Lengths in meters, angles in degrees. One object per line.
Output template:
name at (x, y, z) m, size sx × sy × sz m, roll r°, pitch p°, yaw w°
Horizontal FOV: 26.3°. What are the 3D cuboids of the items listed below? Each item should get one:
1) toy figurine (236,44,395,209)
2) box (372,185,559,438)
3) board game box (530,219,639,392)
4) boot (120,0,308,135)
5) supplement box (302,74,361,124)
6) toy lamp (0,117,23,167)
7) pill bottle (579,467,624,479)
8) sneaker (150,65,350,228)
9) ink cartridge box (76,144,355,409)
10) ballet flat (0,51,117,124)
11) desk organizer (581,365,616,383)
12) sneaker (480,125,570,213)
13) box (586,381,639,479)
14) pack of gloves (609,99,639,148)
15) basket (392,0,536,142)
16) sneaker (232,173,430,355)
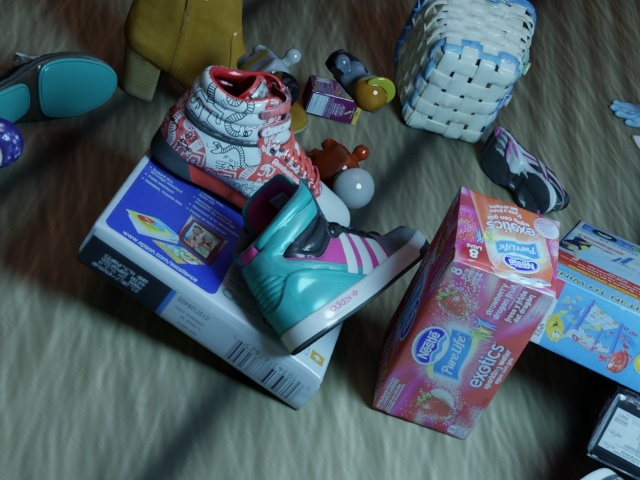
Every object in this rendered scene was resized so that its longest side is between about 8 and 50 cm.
toy figurine at (-0.019, -0.149, 1.819) m, size 0.213 × 0.209 × 0.148 m, roll 3°, pitch 26°, yaw -24°
box at (0.159, 0.084, 1.522) m, size 0.122 × 0.257 × 0.128 m, roll 19°, pitch 42°, yaw -6°
board game box at (0.413, 0.100, 1.660) m, size 0.308 × 0.086 × 0.302 m, roll 26°, pitch 19°, yaw 15°
boot at (-0.131, -0.272, 1.935) m, size 0.295 × 0.211 × 0.104 m, roll 15°, pitch 34°, yaw -11°
supplement box at (0.019, -0.215, 2.094) m, size 0.083 × 0.043 × 0.055 m, roll 13°, pitch 33°, yaw -14°
toy lamp at (-0.399, -0.049, 1.578) m, size 0.080 × 0.080 × 0.274 m, roll 13°, pitch 33°, yaw -13°
pill bottle at (0.329, 0.340, 1.384) m, size 0.119 × 0.119 × 0.208 m, roll -16°, pitch 48°, yaw -44°
sneaker at (-0.051, -0.104, 1.611) m, size 0.270 × 0.145 × 0.090 m, roll 26°, pitch 32°, yaw -19°
ink cartridge box at (-0.101, 0.013, 1.609) m, size 0.303 × 0.072 × 0.307 m, roll 34°, pitch 29°, yaw -6°
ballet flat at (-0.395, -0.201, 1.796) m, size 0.096 × 0.095 × 0.280 m, roll 26°, pitch 30°, yaw 30°
desk organizer at (0.377, 0.129, 1.790) m, size 0.050 × 0.047 × 0.130 m, roll 21°, pitch 32°, yaw 4°
sneaker at (0.313, -0.100, 2.087) m, size 0.077 × 0.072 × 0.178 m, roll 7°, pitch 41°, yaw -42°
box at (0.447, 0.260, 1.507) m, size 0.307 × 0.076 × 0.242 m, roll 27°, pitch 3°, yaw 11°
pack of gloves at (0.641, -0.201, 2.430) m, size 0.232 × 0.046 × 0.195 m, roll 2°, pitch 36°, yaw -28°
basket at (0.226, -0.315, 2.179) m, size 0.201 × 0.255 × 0.289 m, roll 12°, pitch 52°, yaw -12°
sneaker at (0.000, 0.000, 1.559) m, size 0.178 × 0.124 × 0.295 m, roll 53°, pitch 33°, yaw 3°
